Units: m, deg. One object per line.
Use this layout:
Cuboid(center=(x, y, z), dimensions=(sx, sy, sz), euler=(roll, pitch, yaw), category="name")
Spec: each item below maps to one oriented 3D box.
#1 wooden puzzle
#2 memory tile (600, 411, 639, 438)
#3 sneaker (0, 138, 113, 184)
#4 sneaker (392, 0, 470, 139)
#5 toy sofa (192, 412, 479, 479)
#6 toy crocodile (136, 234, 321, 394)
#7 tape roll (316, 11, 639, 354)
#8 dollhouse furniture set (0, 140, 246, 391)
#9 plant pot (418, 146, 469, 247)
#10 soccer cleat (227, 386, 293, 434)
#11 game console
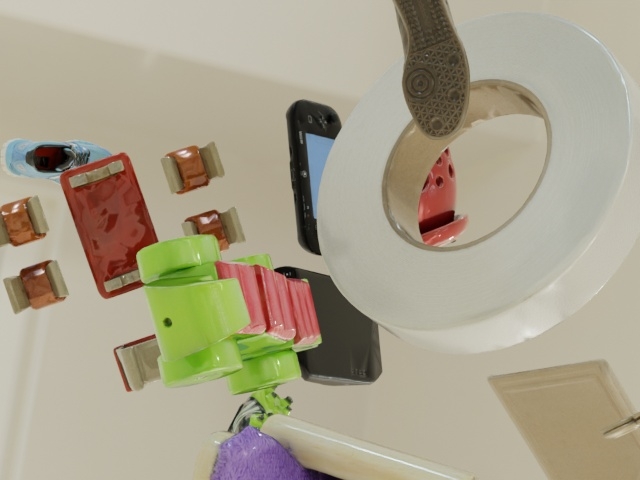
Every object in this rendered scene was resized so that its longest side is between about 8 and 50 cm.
Cuboid(center=(0.318, 0.235, 1.867), dimensions=(0.221, 0.044, 0.239), euler=(58, -28, -9), category="wooden puzzle")
Cuboid(center=(0.305, 0.127, 1.318), dimensions=(0.113, 0.148, 0.012), euler=(-36, -106, 44), category="memory tile")
Cuboid(center=(-0.337, -0.101, 2.125), dimensions=(0.073, 0.162, 0.063), euler=(6, -84, 48), category="sneaker")
Cuboid(center=(0.110, -0.189, 1.548), dimensions=(0.071, 0.066, 0.188), euler=(-4, 84, -75), category="sneaker")
Cuboid(center=(-0.012, 0.298, 0.981), dimensions=(0.150, 0.177, 0.362), euler=(14, -95, 30), category="toy sofa")
Cuboid(center=(-0.062, 0.060, 1.331), dimensions=(0.340, 0.105, 0.115), euler=(19, 57, -70), category="toy crocodile")
Cuboid(center=(0.172, -0.067, 1.733), dimensions=(0.392, 0.072, 0.392), euler=(-19, -125, 29), category="tape roll")
Cuboid(center=(-0.213, 0.034, 1.803), dimensions=(0.135, 0.262, 0.259), euler=(-178, -110, -83), category="dollhouse furniture set")
Cuboid(center=(0.105, -0.064, 2.273), dimensions=(0.191, 0.191, 0.174), euler=(-7, -77, 69), category="plant pot")
Cuboid(center=(-0.066, 0.201, 1.640), dimensions=(0.072, 0.060, 0.179), euler=(-43, -173, 11), category="soccer cleat")
Cuboid(center=(0.000, 0.000, 1.995), dimensions=(0.044, 0.213, 0.361), euler=(-12, -103, 27), category="game console")
